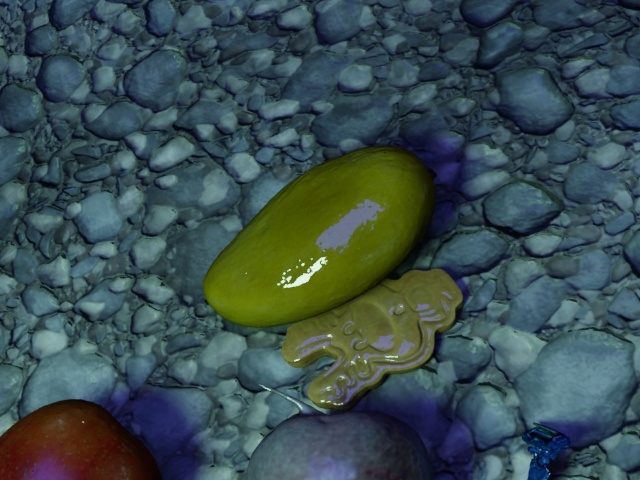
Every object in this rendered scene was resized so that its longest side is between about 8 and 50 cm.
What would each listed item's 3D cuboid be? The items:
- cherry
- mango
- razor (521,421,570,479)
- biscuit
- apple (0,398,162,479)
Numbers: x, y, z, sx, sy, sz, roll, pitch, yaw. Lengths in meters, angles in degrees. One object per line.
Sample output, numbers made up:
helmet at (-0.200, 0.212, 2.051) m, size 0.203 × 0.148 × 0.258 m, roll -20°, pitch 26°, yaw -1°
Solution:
cherry at (0.021, 0.285, 1.319) m, size 0.213 × 0.183 × 0.266 m, roll -10°, pitch 73°, yaw 19°
mango at (0.005, 0.002, 1.512) m, size 0.331 × 0.142 × 0.195 m, roll -40°, pitch 38°, yaw -3°
razor at (0.161, 0.338, 1.331) m, size 0.324 × 0.093 × 0.056 m, roll -43°, pitch 95°, yaw -8°
biscuit at (0.071, 0.115, 1.496) m, size 0.236 × 0.040 × 0.144 m, roll -32°, pitch 63°, yaw -3°
apple at (-0.291, 0.300, 1.371) m, size 0.218 × 0.218 × 0.201 m, roll 28°, pitch 63°, yaw 27°
